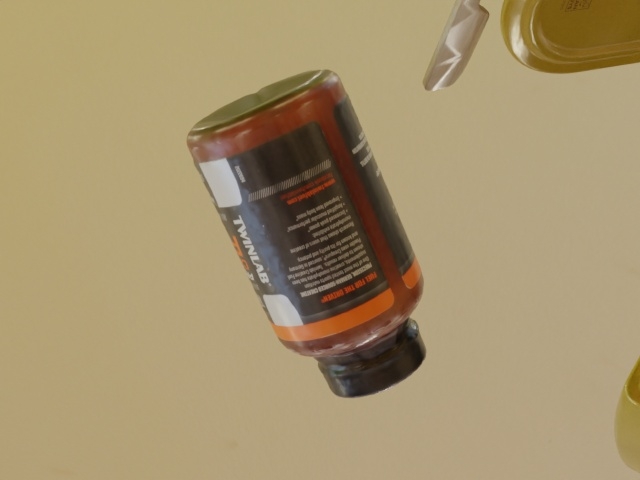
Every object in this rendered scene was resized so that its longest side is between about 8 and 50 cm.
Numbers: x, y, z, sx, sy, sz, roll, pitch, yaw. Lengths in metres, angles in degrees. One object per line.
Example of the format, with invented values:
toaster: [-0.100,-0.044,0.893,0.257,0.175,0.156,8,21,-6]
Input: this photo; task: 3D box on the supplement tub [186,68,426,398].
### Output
supplement tub: [0.000,0.000,0.608,0.106,0.106,0.198,-27,-75,-10]

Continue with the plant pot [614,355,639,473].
plant pot: [0.342,0.108,0.717,0.212,0.187,0.212,27,-95,38]

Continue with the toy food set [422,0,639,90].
toy food set: [0.162,-0.167,0.563,0.217,0.128,0.071,-10,-123,-13]
